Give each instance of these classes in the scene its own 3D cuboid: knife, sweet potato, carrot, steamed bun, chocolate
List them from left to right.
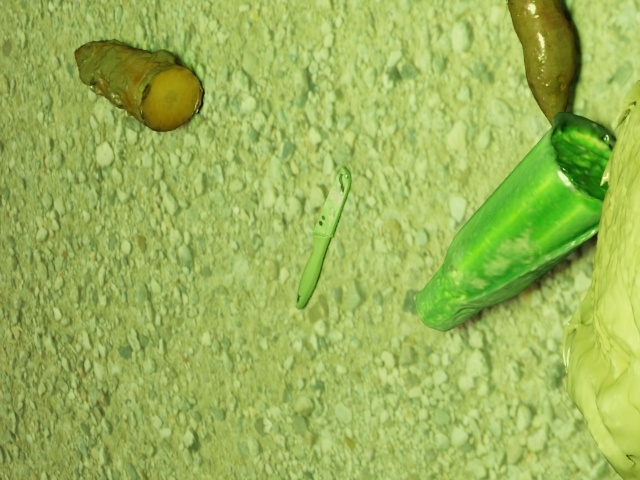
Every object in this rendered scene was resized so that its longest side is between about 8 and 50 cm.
[{"bbox_3d":[-0.264,-0.222,1.698,0.263,0.102,0.102,30,122,46],"label":"carrot"},{"bbox_3d":[0.000,0.000,1.518,0.030,0.014,0.207,42,127,32],"label":"knife"},{"bbox_3d":[0.188,0.002,1.253,0.110,0.110,0.291,60,139,17],"label":"chocolate"},{"bbox_3d":[0.210,-0.211,1.200,0.065,0.051,0.218,5,104,44],"label":"sweet potato"},{"bbox_3d":[0.320,0.030,0.945,0.230,0.325,0.372,11,137,2],"label":"steamed bun"}]
